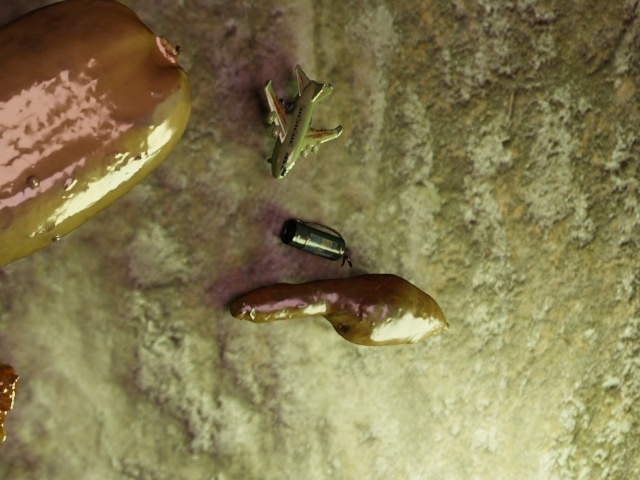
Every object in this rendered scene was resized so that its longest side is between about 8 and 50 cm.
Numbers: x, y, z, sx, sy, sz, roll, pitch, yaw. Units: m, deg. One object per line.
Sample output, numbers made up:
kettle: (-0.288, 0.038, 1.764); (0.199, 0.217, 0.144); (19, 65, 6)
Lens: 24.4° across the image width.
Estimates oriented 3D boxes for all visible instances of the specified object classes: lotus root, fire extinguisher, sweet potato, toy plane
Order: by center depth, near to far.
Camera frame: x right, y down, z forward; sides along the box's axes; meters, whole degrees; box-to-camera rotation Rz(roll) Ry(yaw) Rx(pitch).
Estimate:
lotus root: (-0.257, -0.071, 1.187); (0.342, 0.151, 0.169); (-35, 100, -23)
toy plane: (-0.024, -0.110, 1.417); (0.102, 0.040, 0.111); (29, 79, -34)
fire extinguisher: (0.000, 0.000, 1.459); (0.083, 0.025, 0.038); (21, 60, -36)
sweet potato: (0.036, 0.066, 1.466); (0.269, 0.075, 0.075); (7, 92, -33)

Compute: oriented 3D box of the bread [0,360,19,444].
bread: (-0.389, 0.157, 1.141); (0.274, 0.114, 0.185); (15, 87, -35)
